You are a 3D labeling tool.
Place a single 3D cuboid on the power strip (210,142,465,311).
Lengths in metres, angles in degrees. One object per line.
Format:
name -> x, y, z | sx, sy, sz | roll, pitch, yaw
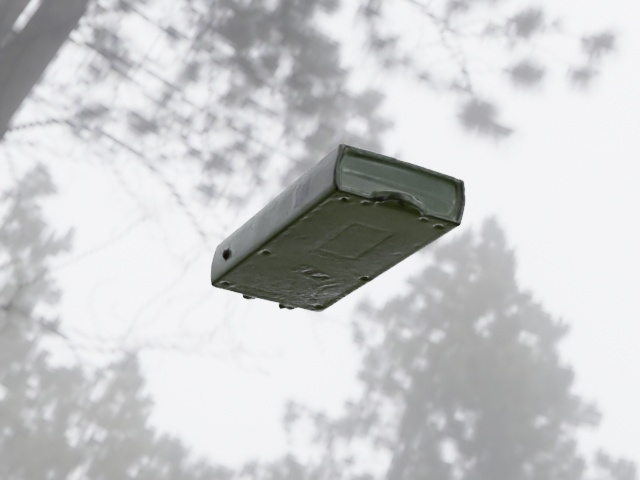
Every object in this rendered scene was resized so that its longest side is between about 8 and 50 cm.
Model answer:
power strip -> 0.000, 0.000, 0.617 | 0.051, 0.019, 0.136 | 13, -22, -20
